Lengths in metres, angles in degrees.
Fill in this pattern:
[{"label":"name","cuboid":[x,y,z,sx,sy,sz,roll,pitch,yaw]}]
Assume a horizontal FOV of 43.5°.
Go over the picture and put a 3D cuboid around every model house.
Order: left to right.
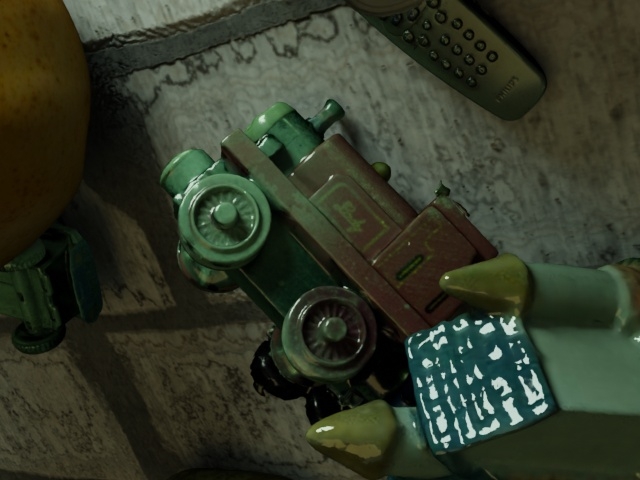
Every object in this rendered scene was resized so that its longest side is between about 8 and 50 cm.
[{"label":"model house","cuboid":[0.136,0.138,0.690,0.324,0.194,0.267,6,134,-19]}]

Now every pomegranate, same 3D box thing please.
[{"label":"pomegranate","cuboid":[-0.431,-0.140,0.828,0.416,0.417,0.417,15,126,21]}]

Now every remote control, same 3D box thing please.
[{"label":"remote control","cuboid":[0.101,-0.189,0.697,0.222,0.042,0.072,40,129,3]}]

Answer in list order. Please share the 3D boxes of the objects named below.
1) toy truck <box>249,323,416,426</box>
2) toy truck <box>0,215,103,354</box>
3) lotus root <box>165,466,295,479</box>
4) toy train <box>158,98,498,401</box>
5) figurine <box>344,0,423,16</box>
[{"label":"toy truck","cuboid":[0.036,0.147,0.896,0.208,0.126,0.113,36,126,5]},{"label":"toy truck","cuboid":[-0.418,0.031,1.062,0.278,0.156,0.155,11,124,23]},{"label":"lotus root","cuboid":[-0.102,0.402,1.132,0.309,0.173,0.173,-2,119,22]},{"label":"toy train","cuboid":[0.000,0.000,0.767,0.304,0.221,0.150,46,165,3]},{"label":"figurine","cuboid":[0.089,-0.306,0.609,0.250,0.166,0.141,-34,57,14]}]
